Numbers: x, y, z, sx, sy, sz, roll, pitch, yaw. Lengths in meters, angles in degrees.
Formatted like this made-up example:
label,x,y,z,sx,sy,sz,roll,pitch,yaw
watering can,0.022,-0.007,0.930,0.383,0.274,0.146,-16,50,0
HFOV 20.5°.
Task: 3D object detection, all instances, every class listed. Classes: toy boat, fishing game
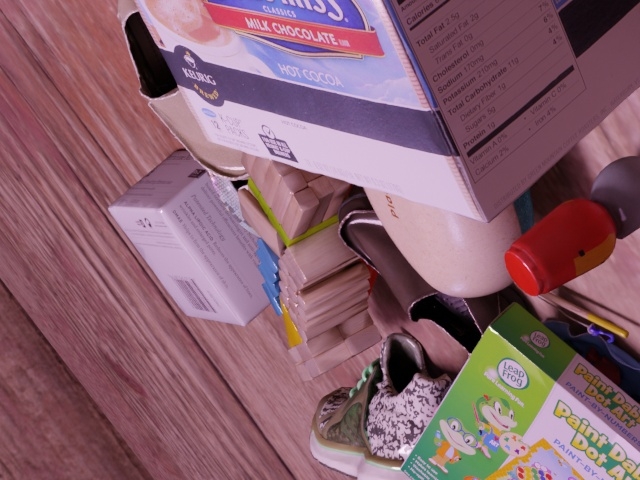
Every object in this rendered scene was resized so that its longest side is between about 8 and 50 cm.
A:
label,x,y,z,sx,sy,sz,roll,pitch,yaw
toy boat,0.150,-0.052,1.478,0.318,0.148,0.267,34,152,52
fishing game,0.271,0.152,1.714,0.189,0.041,0.264,31,157,37

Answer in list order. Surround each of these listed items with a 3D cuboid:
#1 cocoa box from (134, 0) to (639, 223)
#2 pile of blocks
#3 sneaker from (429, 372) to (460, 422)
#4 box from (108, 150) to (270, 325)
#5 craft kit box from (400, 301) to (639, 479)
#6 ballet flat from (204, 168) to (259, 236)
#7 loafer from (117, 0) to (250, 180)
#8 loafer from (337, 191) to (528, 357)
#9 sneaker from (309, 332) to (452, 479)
label,x,y,z,sx,sy,sz,roll,pitch,yaw
cocoa box,0.042,-0.196,1.262,0.347,0.231,0.228,20,145,51
pile of blocks,0.000,0.000,1.911,0.149,0.112,0.362,48,156,37
sneaker,0.223,0.273,1.901,0.319,0.131,0.112,54,158,-16
box,-0.135,-0.005,2.138,0.182,0.119,0.181,55,159,-18
craft kit box,0.222,0.221,1.697,0.250,0.061,0.247,40,134,15
ballet flat,-0.092,-0.093,1.976,0.079,0.077,0.221,-11,121,44
loafer,-0.142,-0.163,1.856,0.102,0.092,0.268,-19,117,25
loafer,0.103,0.034,1.743,0.220,0.078,0.080,35,135,7
sneaker,0.094,0.194,2.074,0.410,0.158,0.182,-158,73,-74
